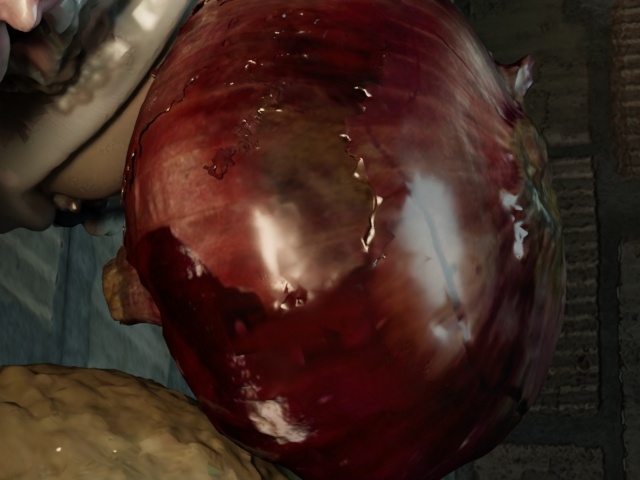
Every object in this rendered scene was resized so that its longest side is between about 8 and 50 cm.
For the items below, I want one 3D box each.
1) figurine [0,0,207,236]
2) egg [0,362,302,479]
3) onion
[{"bbox_3d":[-0.126,-0.133,0.924,0.211,0.253,0.361,60,15,14],"label":"figurine"},{"bbox_3d":[-0.103,0.195,0.851,0.310,0.279,0.279,51,30,-26],"label":"egg"},{"bbox_3d":[0.000,0.000,0.833,0.252,0.219,0.252,45,34,-43],"label":"onion"}]
